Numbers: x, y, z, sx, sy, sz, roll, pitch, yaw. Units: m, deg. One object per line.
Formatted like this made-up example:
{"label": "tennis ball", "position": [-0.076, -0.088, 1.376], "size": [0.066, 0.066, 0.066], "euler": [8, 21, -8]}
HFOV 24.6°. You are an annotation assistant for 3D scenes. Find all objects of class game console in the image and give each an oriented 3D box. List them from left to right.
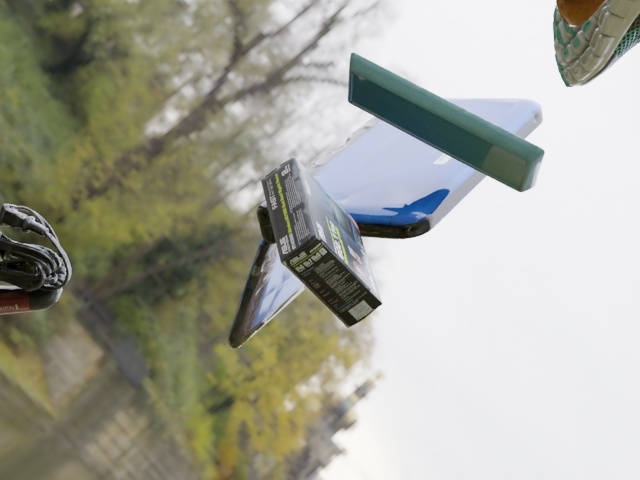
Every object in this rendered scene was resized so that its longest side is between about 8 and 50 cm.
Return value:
{"label": "game console", "position": [0.066, -0.016, 1.460], "size": [0.250, 0.293, 0.173], "euler": [4, -61, 32]}

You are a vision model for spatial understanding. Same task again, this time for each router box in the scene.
{"label": "router box", "position": [0.000, 0.000, 1.196], "size": [0.092, 0.038, 0.122], "euler": [45, 17, -33]}

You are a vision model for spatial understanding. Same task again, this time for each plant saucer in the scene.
{"label": "plant saucer", "position": [0.105, -0.101, 1.288], "size": [0.192, 0.018, 0.067], "euler": [30, -24, 13]}

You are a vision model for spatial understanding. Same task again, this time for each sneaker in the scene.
{"label": "sneaker", "position": [0.197, -0.144, 0.881], "size": [0.166, 0.076, 0.065], "euler": [125, -38, -59]}

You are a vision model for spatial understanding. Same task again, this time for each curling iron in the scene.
{"label": "curling iron", "position": [-0.288, 0.027, 0.921], "size": [0.035, 0.274, 0.068], "euler": [-3, 84, -83]}

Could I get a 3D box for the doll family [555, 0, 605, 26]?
{"label": "doll family", "position": [0.008, -0.129, 0.413], "size": [0.163, 0.118, 0.263], "euler": [27, 20, -19]}
